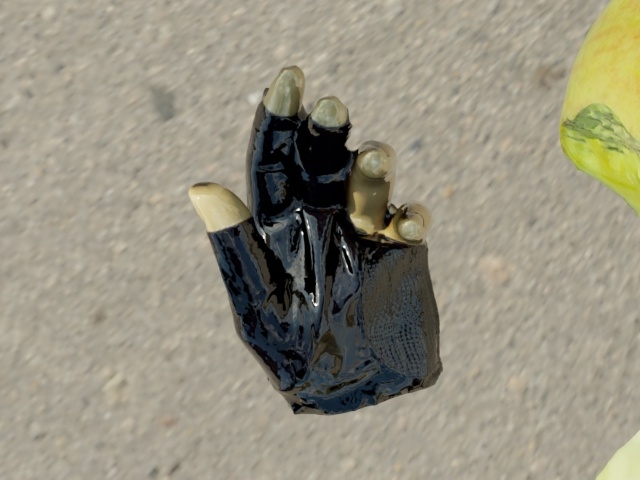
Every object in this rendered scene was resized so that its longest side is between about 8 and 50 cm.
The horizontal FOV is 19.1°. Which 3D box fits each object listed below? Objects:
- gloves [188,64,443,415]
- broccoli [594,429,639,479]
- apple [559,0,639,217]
[{"bbox_3d":[-0.002,0.002,1.542,0.197,0.152,0.301,-16,127,-18],"label":"gloves"},{"bbox_3d":[0.248,0.164,0.801,0.281,0.348,0.293,31,164,35],"label":"broccoli"},{"bbox_3d":[0.251,-0.055,1.068,0.226,0.246,0.246,14,119,51],"label":"apple"}]
